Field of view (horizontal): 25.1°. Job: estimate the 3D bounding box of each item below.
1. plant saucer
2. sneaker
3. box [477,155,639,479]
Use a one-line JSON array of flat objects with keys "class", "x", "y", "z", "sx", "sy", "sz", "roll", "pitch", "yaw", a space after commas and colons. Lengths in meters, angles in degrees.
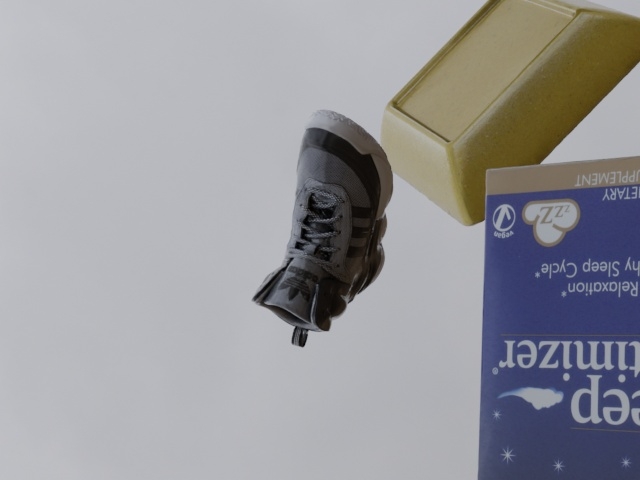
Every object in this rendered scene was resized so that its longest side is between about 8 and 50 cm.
[{"class": "plant saucer", "x": 0.221, "y": -0.200, "z": 1.810, "sx": 0.333, "sy": 0.333, "sz": 0.081, "roll": -46, "pitch": -66, "yaw": 1}, {"class": "sneaker", "x": 0.000, "y": 0.000, "z": 1.473, "sx": 0.153, "sy": 0.101, "sz": 0.268, "roll": -56, "pitch": -24, "yaw": -33}, {"class": "box", "x": 0.136, "y": 0.075, "z": 0.659, "sx": 0.036, "sy": 0.136, "sz": 0.225, "roll": 7, "pitch": -97, "yaw": -47}]
